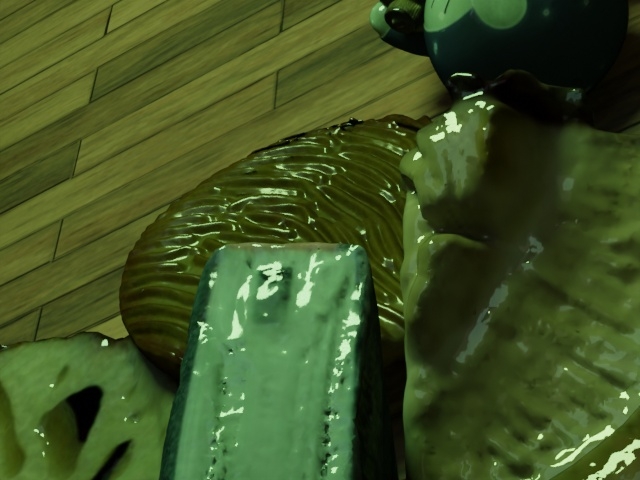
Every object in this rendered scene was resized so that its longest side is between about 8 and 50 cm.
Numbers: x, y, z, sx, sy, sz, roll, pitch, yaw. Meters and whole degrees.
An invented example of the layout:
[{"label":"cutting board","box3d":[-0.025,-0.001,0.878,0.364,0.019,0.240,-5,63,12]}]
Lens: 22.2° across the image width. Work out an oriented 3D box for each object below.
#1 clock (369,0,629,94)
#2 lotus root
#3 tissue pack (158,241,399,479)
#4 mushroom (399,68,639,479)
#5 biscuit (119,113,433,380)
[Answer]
[{"label":"clock","box3d":[0.144,-0.192,1.265,0.199,0.146,0.243,-40,28,10]},{"label":"lotus root","box3d":[-0.226,0.234,1.175,0.390,0.111,0.375,-34,35,4]},{"label":"tissue pack","box3d":[-0.012,0.180,0.811,0.103,0.315,0.228,2,52,8]},{"label":"mushroom","box3d":[0.181,0.118,0.847,0.314,0.224,0.397,-1,59,18]},{"label":"biscuit","box3d":[0.000,0.000,1.199,0.318,0.040,0.318,-15,31,9]}]
